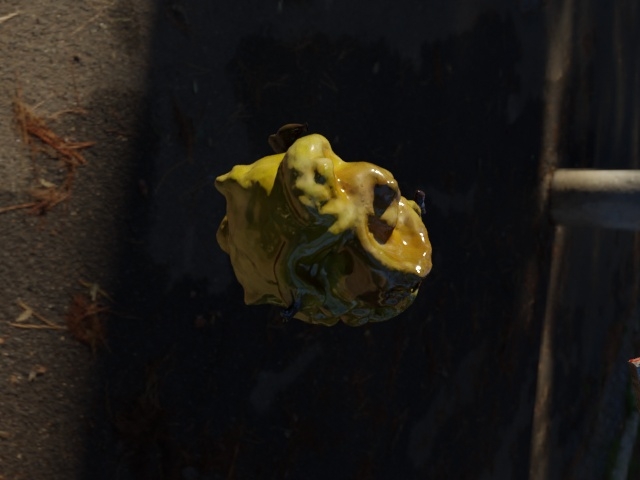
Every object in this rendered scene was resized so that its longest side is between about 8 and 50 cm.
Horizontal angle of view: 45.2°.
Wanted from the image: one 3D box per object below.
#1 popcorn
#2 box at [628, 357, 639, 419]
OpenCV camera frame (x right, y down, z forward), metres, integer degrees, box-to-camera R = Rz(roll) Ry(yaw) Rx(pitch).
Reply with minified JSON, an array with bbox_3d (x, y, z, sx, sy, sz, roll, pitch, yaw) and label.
[{"bbox_3d":[0.000,0.000,1.070,0.297,0.315,0.281,86,22,-52],"label":"popcorn"},{"bbox_3d":[0.802,0.388,1.874,0.039,0.055,0.218,-112,-175,-75],"label":"box"}]
